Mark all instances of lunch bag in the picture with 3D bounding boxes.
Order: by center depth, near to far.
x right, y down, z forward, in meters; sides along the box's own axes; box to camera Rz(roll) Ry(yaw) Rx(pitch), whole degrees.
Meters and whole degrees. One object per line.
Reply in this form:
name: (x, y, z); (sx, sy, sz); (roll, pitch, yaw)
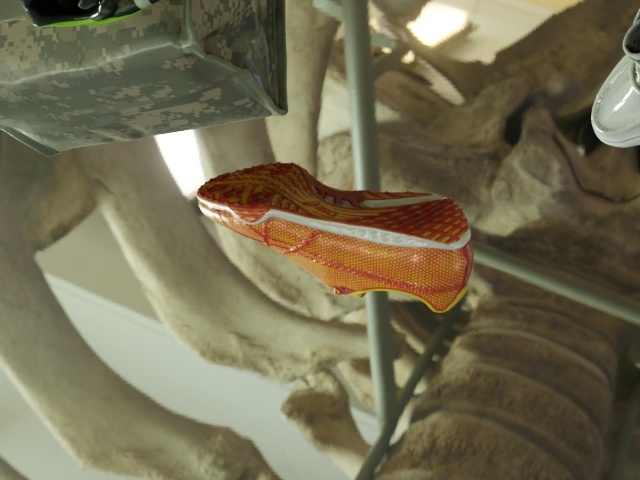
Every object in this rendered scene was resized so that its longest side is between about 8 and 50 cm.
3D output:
lunch bag: (-0.154, -0.232, 0.669); (0.235, 0.287, 0.169); (-6, 166, 22)

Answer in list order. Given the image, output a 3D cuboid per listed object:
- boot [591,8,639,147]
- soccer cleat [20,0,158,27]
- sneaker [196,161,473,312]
boot: (0.312, -0.175, 0.805); (0.123, 0.258, 0.095); (-4, -118, -31)
soccer cleat: (-0.094, -0.155, 0.471); (0.179, 0.060, 0.072); (-17, -165, 41)
sneaker: (0.000, 0.000, 0.492); (0.175, 0.067, 0.064); (18, -141, 31)
